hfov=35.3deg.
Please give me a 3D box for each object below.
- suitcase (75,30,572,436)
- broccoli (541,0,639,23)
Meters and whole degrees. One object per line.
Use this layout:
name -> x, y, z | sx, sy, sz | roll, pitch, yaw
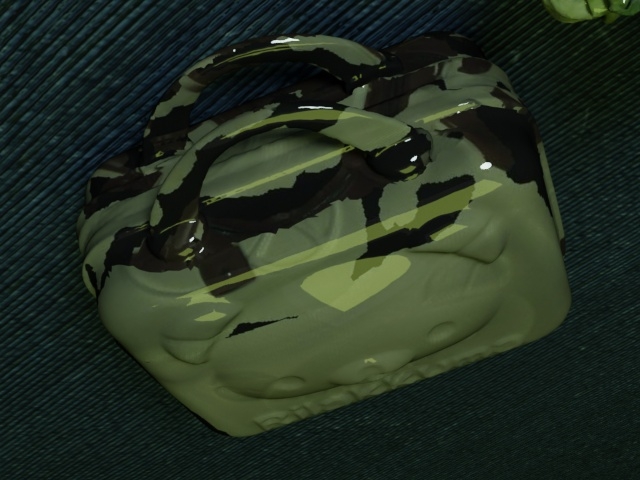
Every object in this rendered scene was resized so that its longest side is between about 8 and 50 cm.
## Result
suitcase -> 0.000, 0.000, 0.751 | 0.352, 0.193, 0.339 | -20, 143, 7
broccoli -> 0.263, -0.177, 0.544 | 0.288, 0.245, 0.248 | -11, 152, 20
